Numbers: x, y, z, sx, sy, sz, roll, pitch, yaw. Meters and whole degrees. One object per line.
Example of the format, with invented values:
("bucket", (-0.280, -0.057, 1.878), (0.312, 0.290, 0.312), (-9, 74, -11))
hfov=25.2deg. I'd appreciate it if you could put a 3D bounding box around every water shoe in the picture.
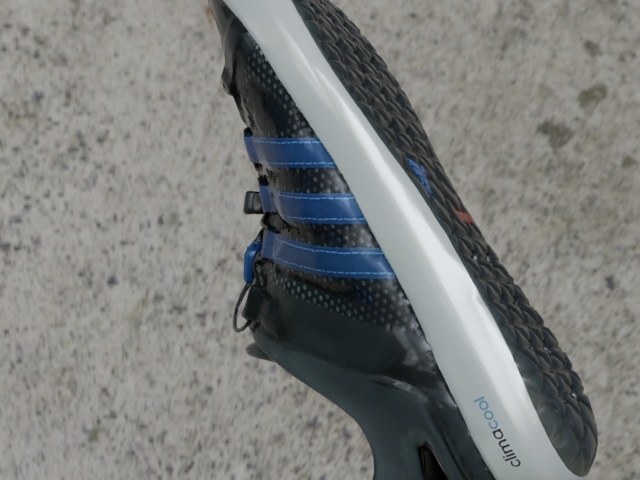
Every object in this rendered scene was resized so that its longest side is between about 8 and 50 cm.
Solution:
("water shoe", (0.000, 0.000, 0.427), (0.080, 0.073, 0.203), (-36, 66, 16))
